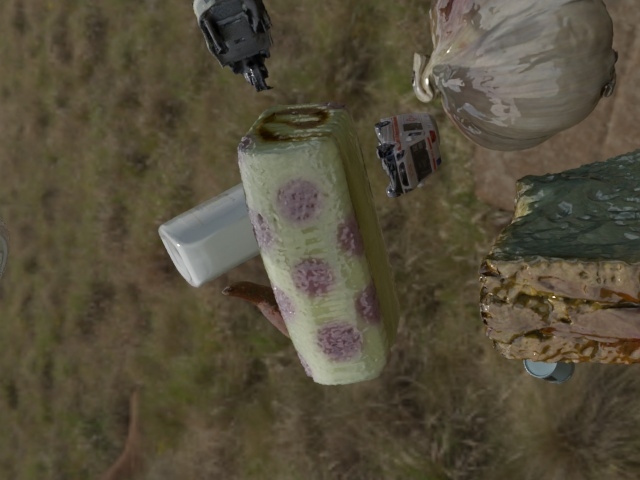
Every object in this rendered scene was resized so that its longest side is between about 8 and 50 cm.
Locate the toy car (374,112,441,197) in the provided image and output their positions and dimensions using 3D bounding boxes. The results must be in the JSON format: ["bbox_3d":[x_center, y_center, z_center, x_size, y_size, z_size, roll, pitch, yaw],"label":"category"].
[{"bbox_3d":[0.151,-0.148,1.522,0.210,0.108,0.090,-84,-18,-66],"label":"toy car"}]

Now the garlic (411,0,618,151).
[{"bbox_3d":[0.260,-0.271,1.251,0.322,0.240,0.322,-167,90,-69],"label":"garlic"}]

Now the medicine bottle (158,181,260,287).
[{"bbox_3d":[-0.093,-0.043,1.397,0.111,0.296,0.161,65,163,-19],"label":"medicine bottle"}]

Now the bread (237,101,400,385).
[{"bbox_3d":[0.000,0.000,1.188,0.187,0.155,0.339,-66,-35,-60],"label":"bread"}]

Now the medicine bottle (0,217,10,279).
[{"bbox_3d":[-0.555,-0.029,1.013,0.243,0.395,0.242,-60,-3,-5],"label":"medicine bottle"}]

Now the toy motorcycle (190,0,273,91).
[{"bbox_3d":[-0.122,-0.301,1.222,0.157,0.090,0.263,63,179,14],"label":"toy motorcycle"}]

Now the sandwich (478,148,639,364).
[{"bbox_3d":[0.332,0.006,0.997,0.325,0.262,0.131,-52,-44,-57],"label":"sandwich"}]

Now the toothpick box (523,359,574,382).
[{"bbox_3d":[0.335,0.180,1.328,0.052,0.083,0.052,-9,72,31],"label":"toothpick box"}]

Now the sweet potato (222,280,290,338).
[{"bbox_3d":[-0.092,0.142,1.847,0.058,0.255,0.078,-26,36,42],"label":"sweet potato"}]
